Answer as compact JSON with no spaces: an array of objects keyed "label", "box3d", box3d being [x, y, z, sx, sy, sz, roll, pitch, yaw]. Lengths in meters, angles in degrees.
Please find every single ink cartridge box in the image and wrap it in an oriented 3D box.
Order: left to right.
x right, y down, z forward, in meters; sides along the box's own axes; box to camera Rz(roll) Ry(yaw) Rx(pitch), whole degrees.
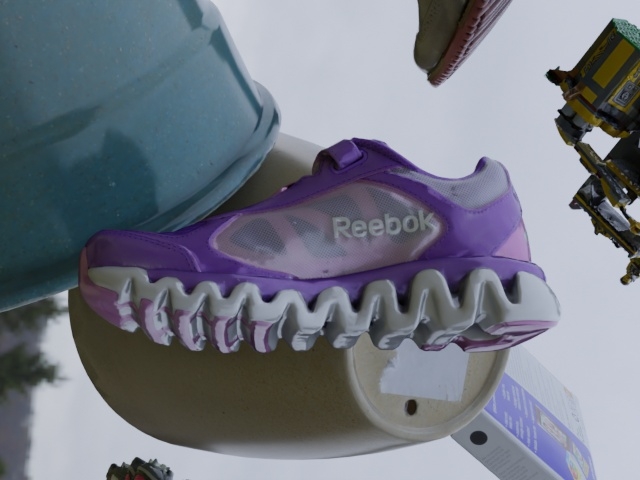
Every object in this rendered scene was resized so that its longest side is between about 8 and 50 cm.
[{"label":"ink cartridge box","box3d":[0.158,0.136,1.119,0.045,0.208,0.206,-41,-165,19]}]

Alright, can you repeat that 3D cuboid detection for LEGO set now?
[{"label":"LEGO set","box3d":[0.294,-0.003,0.965,0.331,0.255,0.192,44,-62,16]}]

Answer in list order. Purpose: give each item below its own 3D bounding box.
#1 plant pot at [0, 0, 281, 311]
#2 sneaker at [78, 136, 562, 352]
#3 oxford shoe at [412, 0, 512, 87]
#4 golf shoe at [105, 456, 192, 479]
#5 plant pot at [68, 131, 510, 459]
[{"label":"plant pot","box3d":[-0.235,-0.174,0.800,0.341,0.341,0.334,-122,-168,-62]},{"label":"sneaker","box3d":[0.000,0.000,0.629,0.095,0.236,0.105,125,-36,-73]},{"label":"oxford shoe","box3d":[0.126,-0.277,1.147,0.123,0.130,0.348,-52,169,-32]},{"label":"golf shoe","box3d":[-0.192,0.298,1.320,0.120,0.105,0.273,-65,-176,-18]},{"label":"plant pot","box3d":[-0.003,0.047,0.872,0.274,0.256,0.256,9,-87,57]}]
